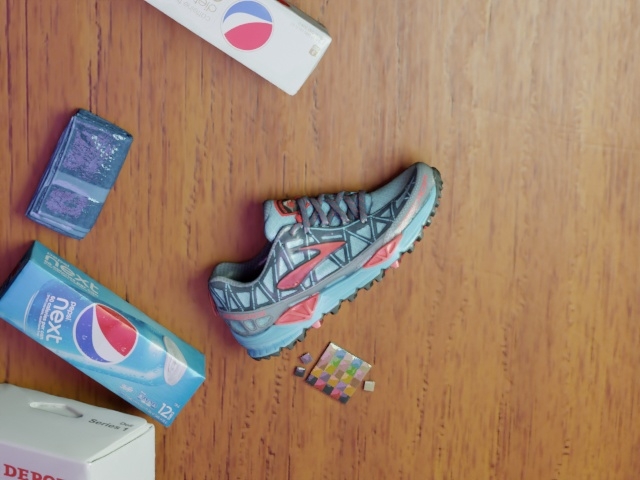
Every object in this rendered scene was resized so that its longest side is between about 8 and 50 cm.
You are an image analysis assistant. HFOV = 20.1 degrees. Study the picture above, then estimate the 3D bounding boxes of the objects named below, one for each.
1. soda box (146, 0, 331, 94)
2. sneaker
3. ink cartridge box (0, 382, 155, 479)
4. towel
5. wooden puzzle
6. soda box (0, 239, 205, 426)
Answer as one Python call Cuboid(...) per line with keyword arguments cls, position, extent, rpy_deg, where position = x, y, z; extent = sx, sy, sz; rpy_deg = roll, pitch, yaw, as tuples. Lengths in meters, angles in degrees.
Cuboid(cls="soda box", position=(-0.097, -0.225, 1.691), extent=(0.216, 0.074, 0.069), rpy_deg=(32, 101, -12))
Cuboid(cls="sneaker", position=(0.000, 0.000, 1.749), extent=(0.262, 0.104, 0.125), rpy_deg=(-40, 103, 7))
Cuboid(cls="ink cartridge box", position=(-0.275, 0.302, 1.764), extent=(0.201, 0.117, 0.278), rpy_deg=(10, 108, 26))
Cuboid(cls="towel", position=(-0.233, -0.063, 1.750), extent=(0.067, 0.029, 0.119), rpy_deg=(24, 102, -12))
Cuboid(cls="wooden puzzle", position=(0.017, 0.135, 1.838), extent=(0.083, 0.006, 0.049), rpy_deg=(31, 101, -12))
Cuboid(cls="soda box", position=(-0.215, 0.092, 1.774), extent=(0.210, 0.071, 0.067), rpy_deg=(35, 101, -13))
